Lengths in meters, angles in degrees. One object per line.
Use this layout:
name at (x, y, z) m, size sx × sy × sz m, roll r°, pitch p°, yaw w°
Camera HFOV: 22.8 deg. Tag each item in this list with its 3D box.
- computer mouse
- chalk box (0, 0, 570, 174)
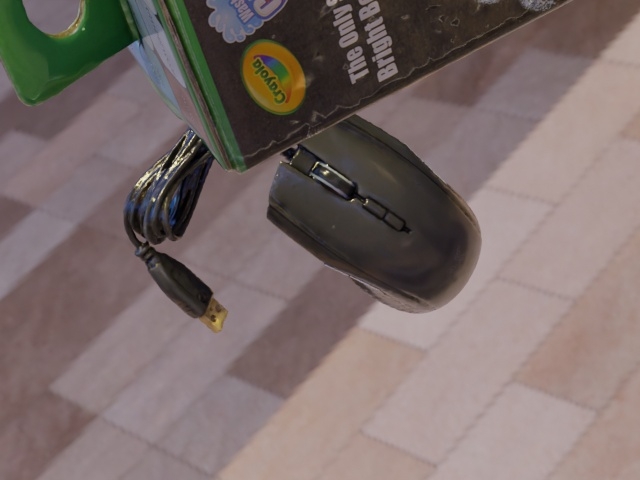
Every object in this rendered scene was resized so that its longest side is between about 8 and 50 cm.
computer mouse at (0.000, 0.000, 1.040) m, size 0.184 × 0.262 × 0.060 m, roll -53°, pitch 32°, yaw -6°
chalk box at (-0.033, -0.169, 0.756) m, size 0.289 × 0.180 × 0.179 m, roll -27°, pitch 41°, yaw -11°
